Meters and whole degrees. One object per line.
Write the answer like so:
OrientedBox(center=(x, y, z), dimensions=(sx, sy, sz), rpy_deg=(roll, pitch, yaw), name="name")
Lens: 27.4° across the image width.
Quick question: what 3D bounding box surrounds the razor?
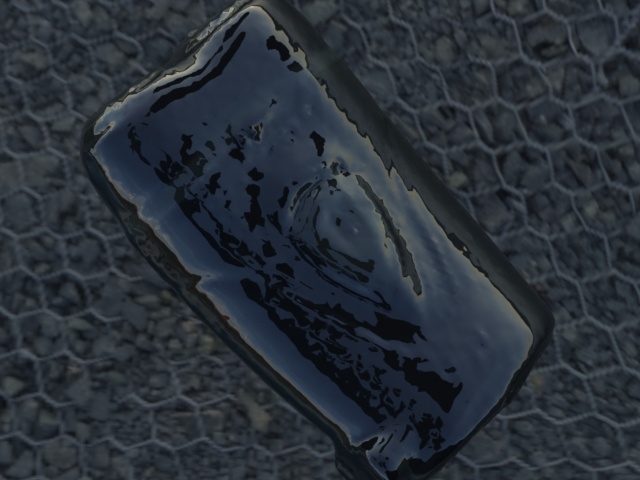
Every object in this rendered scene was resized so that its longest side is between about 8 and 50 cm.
OrientedBox(center=(-0.001, 0.000, 0.921), dimensions=(0.204, 0.113, 0.349), rpy_deg=(-42, 93, -23), name="razor")
